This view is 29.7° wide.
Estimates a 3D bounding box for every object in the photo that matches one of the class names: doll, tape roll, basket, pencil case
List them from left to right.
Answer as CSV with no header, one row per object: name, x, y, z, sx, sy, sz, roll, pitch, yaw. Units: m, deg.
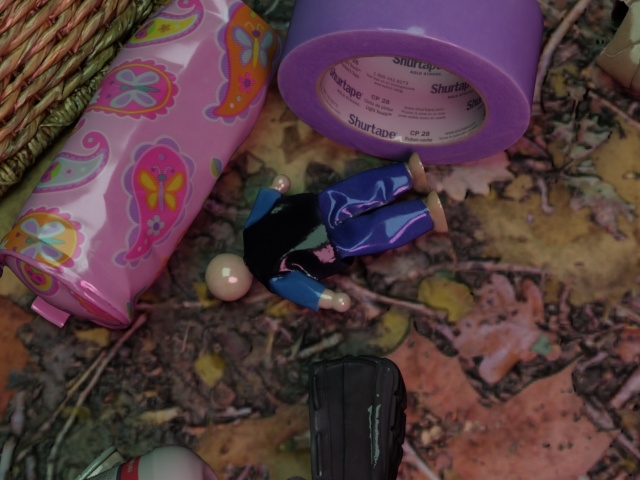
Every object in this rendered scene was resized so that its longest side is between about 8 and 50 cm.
basket,-0.326,-0.184,1.042,0.299,0.223,0.213,-50,35,-14
pencil case,-0.136,-0.065,0.943,0.124,0.124,0.284,22,72,18
doll,0.000,0.000,0.927,0.189,0.046,0.129,-21,63,-1
tape roll,0.067,-0.135,0.899,0.189,0.189,0.080,6,67,12

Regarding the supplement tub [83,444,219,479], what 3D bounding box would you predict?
supplement tub,-0.170,0.262,0.753,0.272,0.191,0.191,-23,64,-1

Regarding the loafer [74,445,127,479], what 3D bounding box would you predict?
loafer,-0.179,0.205,0.868,0.039,0.045,0.125,42,84,6

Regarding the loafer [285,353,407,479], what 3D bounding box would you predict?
loafer,0.011,0.184,0.828,0.078,0.076,0.223,0,61,15

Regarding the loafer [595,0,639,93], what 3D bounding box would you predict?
loafer,0.260,-0.189,0.965,0.050,0.056,0.148,19,70,10
